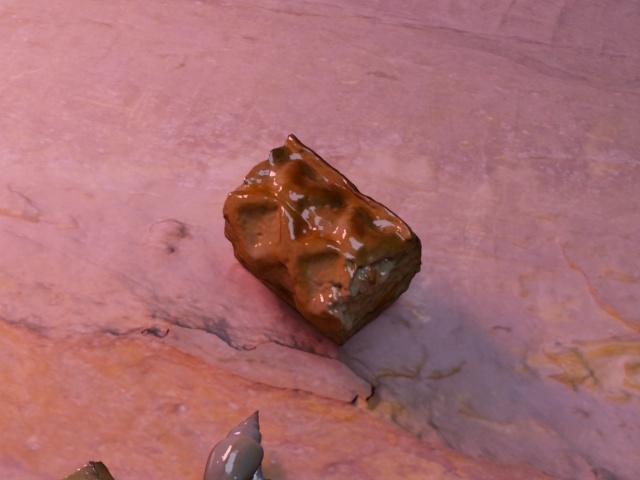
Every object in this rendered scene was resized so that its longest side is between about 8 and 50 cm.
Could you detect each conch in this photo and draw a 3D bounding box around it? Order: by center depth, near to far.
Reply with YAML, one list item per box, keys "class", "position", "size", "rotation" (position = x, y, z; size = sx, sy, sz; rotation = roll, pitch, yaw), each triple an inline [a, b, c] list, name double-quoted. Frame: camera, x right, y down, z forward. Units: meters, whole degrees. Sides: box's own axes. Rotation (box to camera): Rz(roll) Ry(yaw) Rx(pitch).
- class: "conch"
  position: [-0.100, 0.278, 1.390]
  size: [0.065, 0.088, 0.180]
  rotation: [-12, 39, 34]

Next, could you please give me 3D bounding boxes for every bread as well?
- class: "bread"
  position: [-0.001, -0.001, 1.597]
  size: [0.252, 0.196, 0.238]
  rotation: [35, 48, 14]

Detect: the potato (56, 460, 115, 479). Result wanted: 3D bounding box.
- class: "potato"
  position: [-0.266, 0.335, 1.284]
  size: [0.120, 0.081, 0.149]
  rotation: [-29, 73, -2]
